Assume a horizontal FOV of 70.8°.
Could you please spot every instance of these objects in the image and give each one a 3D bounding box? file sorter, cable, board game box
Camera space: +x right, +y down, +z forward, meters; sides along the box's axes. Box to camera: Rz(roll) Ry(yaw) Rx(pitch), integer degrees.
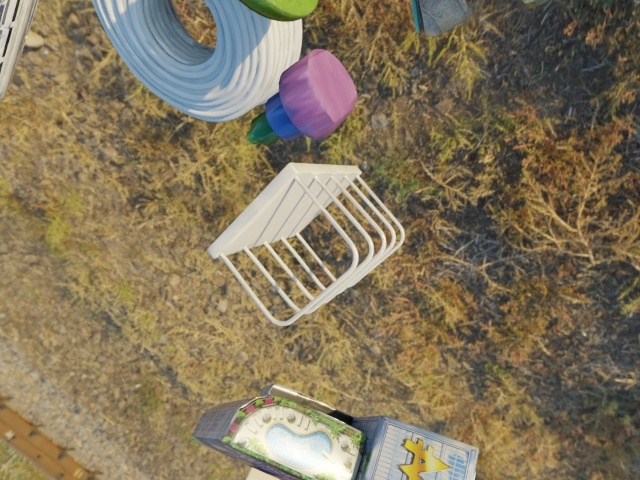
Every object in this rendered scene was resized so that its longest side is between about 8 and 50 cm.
[{"bbox_3d":[0.000,0.000,0.749,0.193,0.278,0.173,-43,79,23],"label":"file sorter"},{"bbox_3d":[-0.144,-0.263,0.519,0.257,0.089,0.257,44,140,-14],"label":"cable"},{"bbox_3d":[0.013,0.165,0.347,0.194,0.060,0.194,30,149,-11],"label":"board game box"}]

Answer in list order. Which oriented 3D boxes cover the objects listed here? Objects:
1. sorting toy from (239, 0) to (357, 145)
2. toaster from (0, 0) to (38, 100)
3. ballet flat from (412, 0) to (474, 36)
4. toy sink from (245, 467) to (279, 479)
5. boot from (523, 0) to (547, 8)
[{"bbox_3d":[-0.097,-0.243,0.384,0.126,0.127,0.365,-20,98,37],"label":"sorting toy"},{"bbox_3d":[-0.267,-0.198,0.293,0.147,0.129,0.227,17,132,-36],"label":"toaster"},{"bbox_3d":[0.169,-0.472,0.654,0.106,0.107,0.315,-6,119,23],"label":"ballet flat"},{"bbox_3d":[-0.034,0.362,0.497,0.153,0.234,0.131,17,143,11],"label":"toy sink"},{"bbox_3d":[0.253,-0.405,0.508,0.165,0.213,0.077,31,-175,-17],"label":"boot"}]
